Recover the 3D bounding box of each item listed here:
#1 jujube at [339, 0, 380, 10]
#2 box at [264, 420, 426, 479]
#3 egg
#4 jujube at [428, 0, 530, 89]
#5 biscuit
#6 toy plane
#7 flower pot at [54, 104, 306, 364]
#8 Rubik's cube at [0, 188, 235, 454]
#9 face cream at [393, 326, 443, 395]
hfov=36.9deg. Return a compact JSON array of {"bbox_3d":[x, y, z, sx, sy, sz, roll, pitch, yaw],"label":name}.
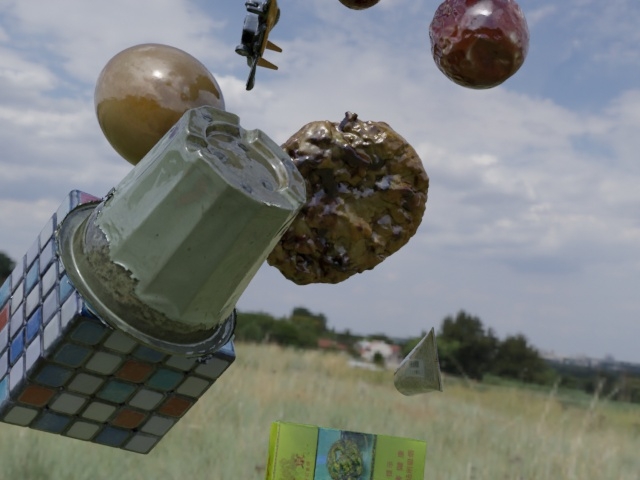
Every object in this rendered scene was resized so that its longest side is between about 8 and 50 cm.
[{"bbox_3d":[0.080,-0.614,2.061,0.197,0.290,0.197,-1,-44,-1],"label":"jujube"},{"bbox_3d":[0.050,0.471,1.904,0.335,0.187,0.047,12,-14,-22],"label":"box"},{"bbox_3d":[-0.393,-0.326,2.330,0.301,0.301,0.374,15,28,-54],"label":"egg"},{"bbox_3d":[0.265,-0.354,1.641,0.168,0.168,0.236,8,27,-12],"label":"jujube"},{"bbox_3d":[0.030,-0.066,1.698,0.334,0.289,0.081,-34,18,4],"label":"biscuit"},{"bbox_3d":[-0.143,-0.496,2.237,0.103,0.204,0.316,12,-16,1],"label":"toy plane"},{"bbox_3d":[-0.168,-0.027,1.257,0.290,0.259,0.290,31,28,-18],"label":"flower pot"},{"bbox_3d":[-0.350,0.142,1.594,0.287,0.292,0.293,23,-59,-33],"label":"Rubik's cube"},{"bbox_3d":[0.229,0.291,2.152,0.084,0.137,0.341,-4,-15,-6],"label":"face cream"}]
